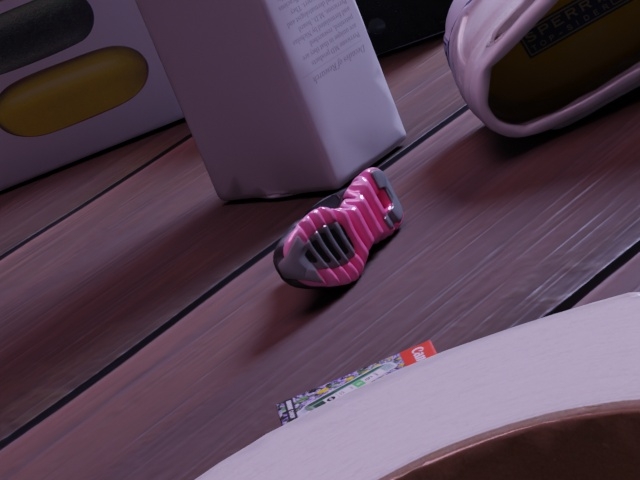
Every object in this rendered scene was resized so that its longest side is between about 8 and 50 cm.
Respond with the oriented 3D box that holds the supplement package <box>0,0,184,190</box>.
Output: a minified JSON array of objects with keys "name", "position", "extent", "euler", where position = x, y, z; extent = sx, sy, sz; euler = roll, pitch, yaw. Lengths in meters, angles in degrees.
[{"name":"supplement package","position":[-0.244,-0.173,1.639],"extent":[0.263,0.199,0.198],"euler":[-21,18,4]}]

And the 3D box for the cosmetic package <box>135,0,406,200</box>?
[{"name":"cosmetic package","position":[-0.045,-0.147,1.278],"extent":[0.117,0.231,0.085],"euler":[-3,27,45]}]

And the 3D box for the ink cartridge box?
[{"name":"ink cartridge box","position":[0.040,0.072,0.882],"extent":[0.115,0.029,0.063],"euler":[-23,18,0]}]

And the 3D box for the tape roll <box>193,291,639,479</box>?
[{"name":"tape roll","position":[0.069,0.132,0.616],"extent":[0.392,0.072,0.392],"euler":[-21,19,7]}]

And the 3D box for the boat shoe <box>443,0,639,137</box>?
[{"name":"boat shoe","position":[0.234,-0.176,1.157],"extent":[0.367,0.136,0.156],"euler":[-31,23,12]}]

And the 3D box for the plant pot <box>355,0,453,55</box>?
[{"name":"plant pot","position":[0.030,-0.236,1.553],"extent":[0.188,0.187,0.167],"euler":[-17,31,15]}]

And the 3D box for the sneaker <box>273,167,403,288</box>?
[{"name":"sneaker","position":[0.000,0.000,1.122],"extent":[0.057,0.047,0.119],"euler":[-19,10,33]}]
